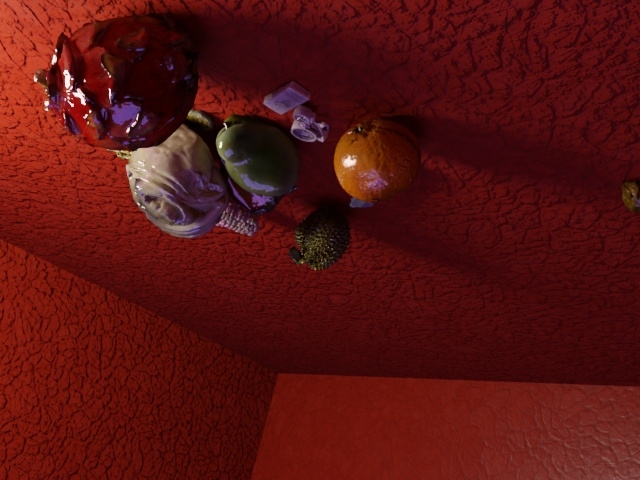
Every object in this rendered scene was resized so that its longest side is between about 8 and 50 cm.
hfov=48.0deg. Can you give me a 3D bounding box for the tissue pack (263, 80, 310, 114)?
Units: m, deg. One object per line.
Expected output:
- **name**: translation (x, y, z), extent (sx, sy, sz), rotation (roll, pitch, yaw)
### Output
- **tissue pack**: translation (-0.075, -0.313, 1.584), extent (0.056, 0.023, 0.108), rotation (28, 154, -29)

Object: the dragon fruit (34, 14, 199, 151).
- **dragon fruit**: translation (-0.400, -0.318, 1.464), extent (0.343, 0.277, 0.277), rotation (-1, 155, 7)

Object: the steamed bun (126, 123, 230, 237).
- **steamed bun**: translation (-0.375, -0.141, 1.805), extent (0.320, 0.206, 0.275), rotation (54, 154, -15)

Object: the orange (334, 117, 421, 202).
- **orange**: translation (0.122, -0.180, 1.571), extent (0.193, 0.193, 0.161), rotation (1, 141, 29)

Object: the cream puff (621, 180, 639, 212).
- **cream puff**: translation (0.700, -0.093, 1.585), extent (0.083, 0.058, 0.083), rotation (15, 159, 3)

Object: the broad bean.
- **broad bean**: translation (-0.150, -0.206, 1.728), extent (0.228, 0.169, 0.100), rotation (55, -177, -23)

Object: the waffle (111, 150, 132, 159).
- **waffle**: translation (-0.509, -0.261, 1.948), extent (0.169, 0.036, 0.183), rotation (33, 149, -32)

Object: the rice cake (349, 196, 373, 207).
- **rice cake**: translation (0.131, -0.143, 1.803), extent (0.069, 0.063, 0.206), rotation (12, 159, -8)

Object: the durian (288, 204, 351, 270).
- **durian**: translation (0.014, -0.005, 2.017), extent (0.159, 0.198, 0.146), rotation (-30, 124, 31)

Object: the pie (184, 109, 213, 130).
- **pie**: translation (-0.303, -0.294, 1.768), extent (0.084, 0.020, 0.084), rotation (13, 157, 5)

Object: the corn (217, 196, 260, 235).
- **corn**: translation (-0.325, -0.109, 2.088), extent (0.335, 0.126, 0.127), rotation (23, 156, -24)

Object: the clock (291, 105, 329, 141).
- **clock**: translation (-0.026, -0.265, 1.645), extent (0.087, 0.041, 0.129), rotation (16, 163, 8)

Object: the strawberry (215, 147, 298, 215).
- **strawberry**: translation (-0.186, -0.172, 1.848), extent (0.228, 0.098, 0.174), rotation (32, 119, -19)
